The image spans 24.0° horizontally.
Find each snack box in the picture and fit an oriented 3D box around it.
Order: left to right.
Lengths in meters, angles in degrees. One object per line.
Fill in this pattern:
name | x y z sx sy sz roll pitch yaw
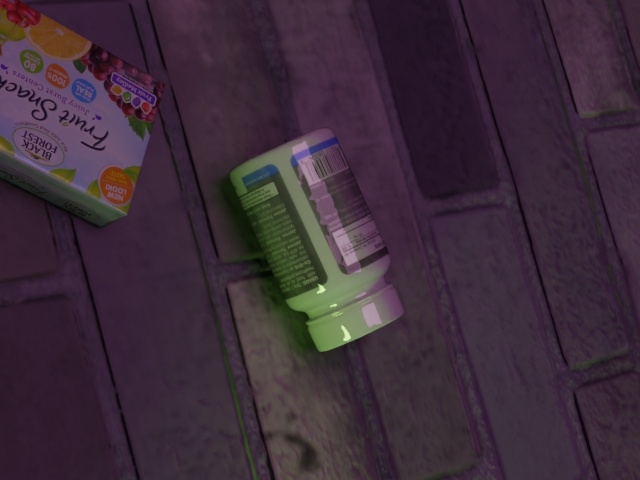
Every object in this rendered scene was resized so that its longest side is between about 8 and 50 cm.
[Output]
snack box | -0.173 -0.083 0.928 0.141 0.037 0.100 28 61 -28

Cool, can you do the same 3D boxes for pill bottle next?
pill bottle | 0.000 0.000 1.010 0.078 0.078 0.137 -25 92 -40
